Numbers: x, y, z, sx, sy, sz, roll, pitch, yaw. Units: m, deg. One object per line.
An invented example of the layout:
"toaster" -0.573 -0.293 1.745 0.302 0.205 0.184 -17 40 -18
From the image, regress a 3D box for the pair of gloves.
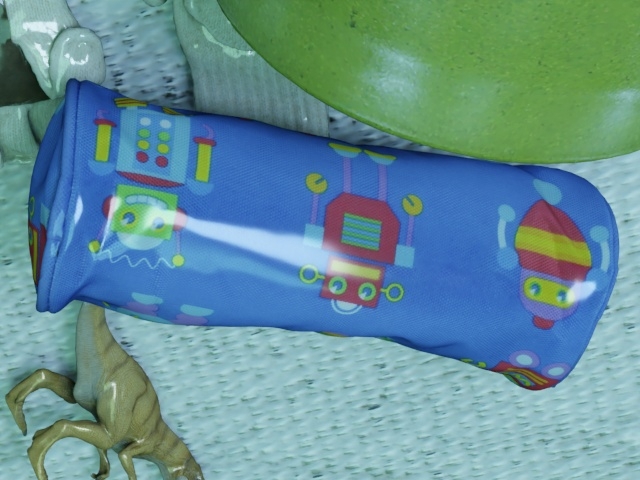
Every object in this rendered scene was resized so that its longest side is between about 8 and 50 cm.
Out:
"pair of gloves" -0.104 -0.124 0.811 0.240 0.042 0.204 2 120 -2

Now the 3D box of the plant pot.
"plant pot" 0.096 -0.232 0.600 0.366 0.366 0.353 11 131 -6

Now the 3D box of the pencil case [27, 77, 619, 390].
"pencil case" 0.000 0.000 0.819 0.306 0.133 0.119 10 89 -16

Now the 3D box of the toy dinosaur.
"toy dinosaur" -0.129 0.085 0.932 0.112 0.064 0.211 -24 128 -7
